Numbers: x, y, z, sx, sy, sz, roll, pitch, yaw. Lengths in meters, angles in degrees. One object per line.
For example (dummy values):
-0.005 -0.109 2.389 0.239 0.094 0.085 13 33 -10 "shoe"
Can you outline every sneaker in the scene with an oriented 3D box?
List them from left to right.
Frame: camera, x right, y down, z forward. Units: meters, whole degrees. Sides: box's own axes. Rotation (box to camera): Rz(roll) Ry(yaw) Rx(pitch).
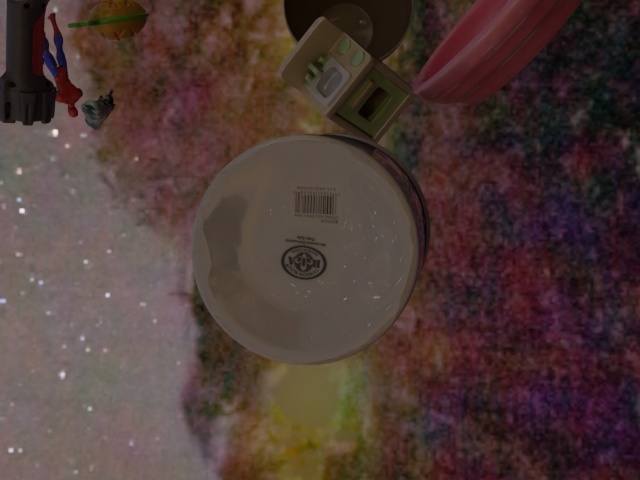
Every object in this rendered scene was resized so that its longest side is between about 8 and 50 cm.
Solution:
-0.379 -0.237 1.529 0.069 0.038 0.098 -56 5 -18 "sneaker"

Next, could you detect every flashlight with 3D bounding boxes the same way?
-0.472 -0.348 1.467 0.103 0.103 0.304 -79 -3 -67 "flashlight"

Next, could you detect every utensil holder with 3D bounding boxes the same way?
0.000 0.000 1.323 0.385 0.327 0.328 -41 -47 -81 "utensil holder"

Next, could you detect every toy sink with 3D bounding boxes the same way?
0.058 -0.317 1.791 0.153 0.234 0.131 -50 45 12 "toy sink"

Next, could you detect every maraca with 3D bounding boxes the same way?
-0.487 -0.509 2.042 0.127 0.185 0.099 15 118 58 "maraca"

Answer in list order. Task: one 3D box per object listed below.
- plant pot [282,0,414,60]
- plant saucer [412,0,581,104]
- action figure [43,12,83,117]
0.059 -0.502 1.993 0.191 0.283 0.284 102 170 -85 "plant pot"
0.270 -0.313 1.257 0.332 0.084 0.332 -48 9 10 "plant saucer"
-0.736 -0.471 2.452 0.139 0.091 0.281 -8 102 58 "action figure"
